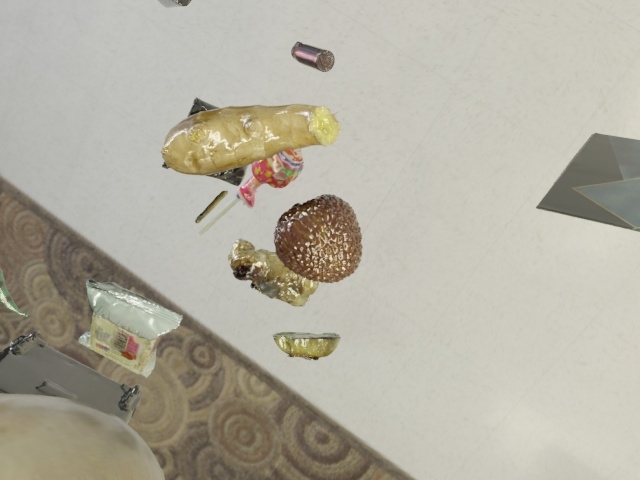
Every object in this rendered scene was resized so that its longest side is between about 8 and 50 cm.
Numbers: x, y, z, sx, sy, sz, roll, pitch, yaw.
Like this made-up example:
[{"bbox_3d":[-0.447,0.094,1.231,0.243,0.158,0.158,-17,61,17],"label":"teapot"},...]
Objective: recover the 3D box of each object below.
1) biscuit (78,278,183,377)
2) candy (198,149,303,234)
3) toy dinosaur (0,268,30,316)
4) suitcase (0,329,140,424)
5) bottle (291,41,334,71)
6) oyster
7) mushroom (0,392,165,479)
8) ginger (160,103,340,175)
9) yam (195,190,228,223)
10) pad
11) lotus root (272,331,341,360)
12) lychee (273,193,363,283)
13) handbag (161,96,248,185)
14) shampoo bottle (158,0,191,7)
[{"bbox_3d":[-0.394,0.177,1.347,0.186,0.079,0.309,27,147,-8],"label":"biscuit"},{"bbox_3d":[-0.184,-0.118,1.615,0.365,0.124,0.124,-39,90,29],"label":"candy"},{"bbox_3d":[-0.927,0.100,1.859,0.120,0.079,0.292,-13,106,38],"label":"toy dinosaur"},{"bbox_3d":[-0.607,0.385,1.506,0.345,0.339,0.188,31,96,-6],"label":"suitcase"},{"bbox_3d":[-0.025,-0.486,1.758,0.164,0.060,0.060,38,126,53],"label":"bottle"},{"bbox_3d":[-0.127,0.085,1.630,0.232,0.107,0.161,35,125,0],"label":"oyster"},{"bbox_3d":[-0.342,0.307,0.680,0.362,0.362,0.295,-6,71,24],"label":"mushroom"},{"bbox_3d":[-0.142,-0.202,1.411,0.375,0.236,0.166,6,78,6],"label":"ginger"},{"bbox_3d":[-0.228,-0.071,1.392,0.014,0.107,0.014,22,141,20],"label":"yam"},{"bbox_3d":[0.377,-0.074,0.805,0.163,0.243,0.004,16,127,31],"label":"pad"},{"bbox_3d":[-0.044,0.316,2.002,0.203,0.183,0.078,2,87,-10],"label":"lotus root"},{"bbox_3d":[-0.001,-0.005,1.368,0.194,0.194,0.194,7,109,20],"label":"lychee"},{"bbox_3d":[-0.272,-0.250,1.774,0.211,0.254,0.089,-56,47,21],"label":"handbag"},{"bbox_3d":[-0.356,-0.627,1.652,0.071,0.309,0.098,34,92,-27],"label":"shampoo bottle"}]
